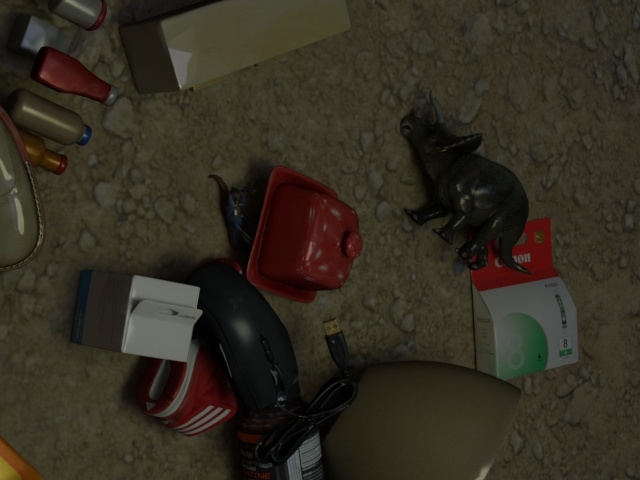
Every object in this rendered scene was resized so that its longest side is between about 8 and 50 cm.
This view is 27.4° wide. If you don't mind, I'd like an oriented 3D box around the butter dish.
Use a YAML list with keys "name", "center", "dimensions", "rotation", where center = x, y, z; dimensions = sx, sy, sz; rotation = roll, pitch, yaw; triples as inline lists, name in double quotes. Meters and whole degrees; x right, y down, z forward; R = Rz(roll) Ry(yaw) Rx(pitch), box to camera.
- name: "butter dish"
  center: [0.000, 0.000, 1.677]
  dimensions: [0.160, 0.118, 0.160]
  rotation: [24, 78, -54]

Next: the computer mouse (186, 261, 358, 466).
- name: "computer mouse"
  center: [-0.044, 0.125, 1.591]
  dimensions: [0.184, 0.060, 0.262]
  rotation: [-32, 103, -32]

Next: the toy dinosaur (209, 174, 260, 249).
- name: "toy dinosaur"
  center: [-0.107, -0.031, 1.670]
  dimensions: [0.047, 0.090, 0.082]
  rotation: [-22, 140, -52]

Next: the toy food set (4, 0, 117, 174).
- name: "toy food set"
  center: [-0.286, -0.191, 1.469]
  dimensions: [0.104, 0.111, 0.232]
  rotation: [24, 80, -37]

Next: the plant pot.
- name: "plant pot"
  center: [0.109, 0.269, 1.728]
  dimensions: [0.191, 0.284, 0.284]
  rotation: [30, 71, 3]

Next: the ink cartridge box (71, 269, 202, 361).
- name: "ink cartridge box"
  center: [-0.211, 0.087, 1.521]
  dimensions: [0.092, 0.143, 0.090]
  rotation: [12, 85, -37]

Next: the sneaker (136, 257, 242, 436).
- name: "sneaker"
  center: [-0.142, 0.140, 1.636]
  dimensions: [0.221, 0.087, 0.128]
  rotation: [-61, 142, -20]

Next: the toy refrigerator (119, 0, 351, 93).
- name: "toy refrigerator"
  center: [-0.099, -0.257, 1.613]
  dimensions: [0.269, 0.102, 0.094]
  rotation: [-25, 107, -34]

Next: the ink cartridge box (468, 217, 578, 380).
- name: "ink cartridge box"
  center: [0.308, 0.087, 1.974]
  dimensions: [0.181, 0.056, 0.225]
  rotation: [-8, 99, -37]

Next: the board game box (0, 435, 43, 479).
- name: "board game box"
  center: [-0.543, 0.202, 1.142]
  dimensions: [0.356, 0.356, 0.356]
  rotation: [-51, 119, -24]

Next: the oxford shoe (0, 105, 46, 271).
- name: "oxford shoe"
  center: [-0.409, -0.131, 1.331]
  dimensions: [0.140, 0.146, 0.397]
  rotation: [-30, 106, -2]

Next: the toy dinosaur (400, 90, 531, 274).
- name: "toy dinosaur"
  center: [0.229, -0.051, 1.851]
  dimensions: [0.313, 0.121, 0.160]
  rotation: [38, 88, -22]

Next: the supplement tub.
- name: "supplement tub"
  center: [-0.051, 0.273, 1.679]
  dimensions: [0.106, 0.106, 0.198]
  rotation: [-14, 100, -36]
